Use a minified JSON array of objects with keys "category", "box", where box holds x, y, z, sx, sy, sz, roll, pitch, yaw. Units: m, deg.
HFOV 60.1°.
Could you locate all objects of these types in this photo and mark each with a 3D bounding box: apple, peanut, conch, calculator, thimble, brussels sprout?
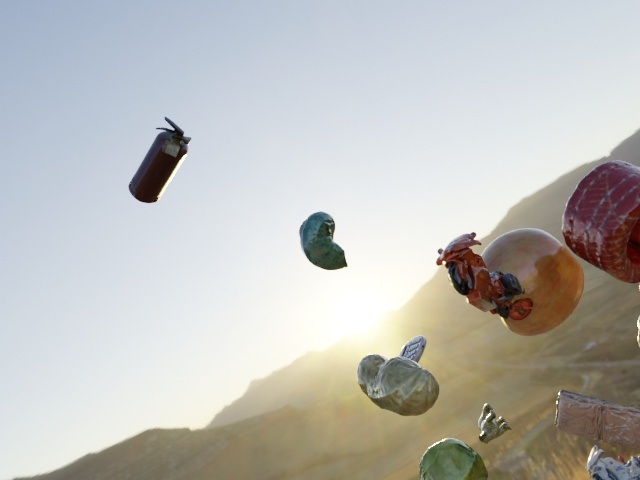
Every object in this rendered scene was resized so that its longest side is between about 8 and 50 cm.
[{"category":"apple","box":[0.791,0.150,2.104,0.347,0.391,0.391,-37,-13,8]},{"category":"peanut","box":[0.191,0.373,1.449,0.147,0.146,0.305,-23,1,-23]},{"category":"conch","box":[-0.003,-0.001,1.843,0.134,0.202,0.196,-16,-48,-3]},{"category":"calculator","box":[0.375,0.504,2.372,0.185,0.041,0.298,-61,0,-33]},{"category":"thimble","box":[0.927,-0.062,1.688,0.351,0.230,0.349,-13,-57,-22]},{"category":"brussels sprout","box":[0.417,0.740,1.759,0.223,0.223,0.161,-33,-18,20]}]

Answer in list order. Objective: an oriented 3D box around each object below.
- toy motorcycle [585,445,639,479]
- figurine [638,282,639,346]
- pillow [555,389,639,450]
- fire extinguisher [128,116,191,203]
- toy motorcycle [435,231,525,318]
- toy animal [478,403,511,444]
[{"category":"toy motorcycle","box":[0.860,0.658,1.589,0.221,0.102,0.150,3,21,-14]},{"category":"figurine","box":[1.233,0.277,1.929,0.253,0.360,0.211,0,13,0]},{"category":"pillow","box":[0.772,0.496,1.522,0.233,0.126,0.043,8,19,29]},{"category":"fire extinguisher","box":[-0.441,-0.221,1.524,0.105,0.104,0.269,-14,-25,-50]},{"category":"toy motorcycle","box":[0.456,0.100,1.614,0.148,0.221,0.326,-31,-44,35]},{"category":"toy animal","box":[0.586,0.644,1.913,0.101,0.103,0.219,-45,-10,3]}]
